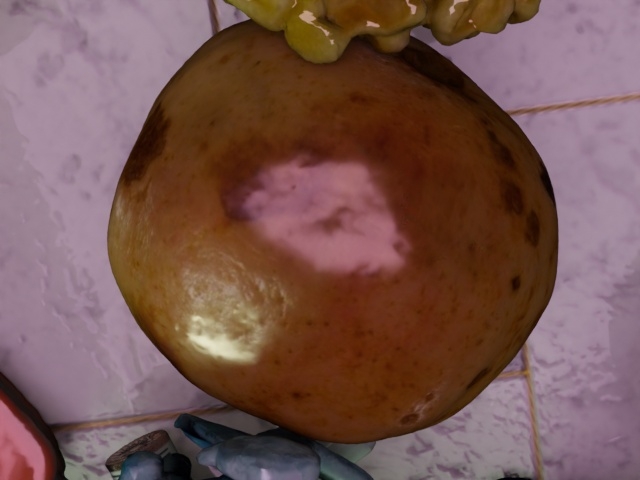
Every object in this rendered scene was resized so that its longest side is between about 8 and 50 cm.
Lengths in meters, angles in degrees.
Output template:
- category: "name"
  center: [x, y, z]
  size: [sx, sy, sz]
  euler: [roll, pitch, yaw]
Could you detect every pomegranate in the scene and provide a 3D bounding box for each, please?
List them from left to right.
- category: "pomegranate"
  center: [0.000, 0.000, 0.651]
  size: [0.215, 0.215, 0.215]
  euler: [0, 98, 3]

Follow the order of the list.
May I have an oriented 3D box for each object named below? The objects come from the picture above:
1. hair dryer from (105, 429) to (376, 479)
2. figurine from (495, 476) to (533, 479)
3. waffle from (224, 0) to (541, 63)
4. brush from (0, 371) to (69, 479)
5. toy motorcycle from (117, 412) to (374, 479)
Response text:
- category: "hair dryer"
  center: [-0.008, 0.154, 0.763]
  size: [0.183, 0.044, 0.154]
  euler: [-25, 99, 3]
- category: "figurine"
  center: [0.144, 0.344, 0.728]
  size: [0.193, 0.154, 0.420]
  euler: [-13, 96, 9]
- category: "waffle"
  center: [0.000, -0.185, 0.630]
  size: [0.249, 0.253, 0.056]
  euler: [13, 142, -7]
- category: "brush"
  center: [-0.219, 0.088, 0.759]
  size: [0.323, 0.051, 0.070]
  euler: [44, 91, -1]
- category: "toy motorcycle"
  center: [-0.007, 0.168, 0.626]
  size: [0.206, 0.260, 0.154]
  euler: [6, 97, -37]
